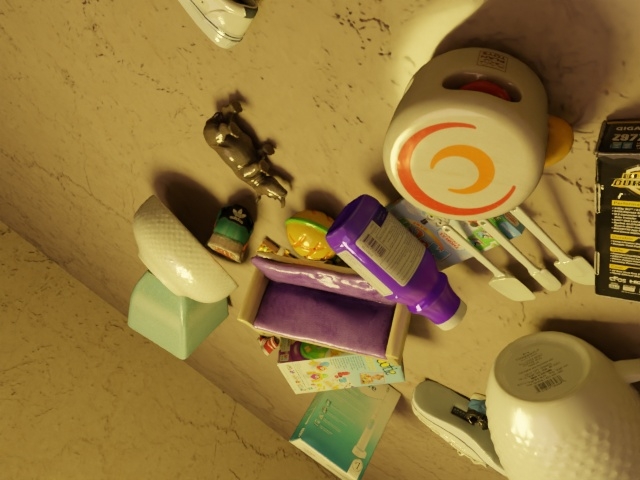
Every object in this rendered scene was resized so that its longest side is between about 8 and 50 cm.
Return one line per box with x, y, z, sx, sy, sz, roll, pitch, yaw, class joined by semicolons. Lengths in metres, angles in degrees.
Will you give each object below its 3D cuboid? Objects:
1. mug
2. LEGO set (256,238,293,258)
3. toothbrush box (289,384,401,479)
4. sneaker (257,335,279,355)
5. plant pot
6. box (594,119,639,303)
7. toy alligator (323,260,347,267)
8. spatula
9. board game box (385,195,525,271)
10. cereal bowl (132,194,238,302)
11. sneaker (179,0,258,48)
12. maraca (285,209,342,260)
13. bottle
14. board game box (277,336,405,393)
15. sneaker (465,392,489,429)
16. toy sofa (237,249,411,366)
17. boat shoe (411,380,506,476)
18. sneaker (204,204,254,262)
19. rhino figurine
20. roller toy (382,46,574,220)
0.492;0.324;0.856;0.373;0.276;0.328;-22;113;20;mug
-0.067;0.128;1.237;0.132;0.107;0.287;-4;131;46;LEGO set
0.079;0.541;1.465;0.216;0.296;0.126;36;150;-2;toothbrush box
-0.188;0.369;1.744;0.042;0.067;0.118;51;176;-27;sneaker
-0.460;0.179;1.566;0.247;0.248;0.252;27;131;14;plant pot
0.497;-0.014;0.545;0.321;0.079;0.257;8;137;37;box
0.058;0.088;1.118;0.189;0.051;0.056;6;138;39;toy alligator
0.317;0.028;0.770;0.242;0.019;0.168;34;149;-25;spatula
0.214;-0.035;0.820;0.160;0.039;0.211;40;149;-7;board game box
-0.383;0.047;1.292;0.339;0.141;0.339;44;168;11;cereal bowl
-0.192;-0.408;0.687;0.258;0.094;0.091;43;130;-20;sneaker
0.000;0.000;1.019;0.127;0.099;0.185;11;159;41;maraca
0.142;0.047;0.850;0.283;0.118;0.092;41;150;-12;bottle
0.053;0.260;1.158;0.275;0.142;0.144;-10;133;12;board game box
0.436;0.439;1.189;0.152;0.085;0.058;1;135;42;sneaker
0.008;0.145;1.025;0.362;0.150;0.177;9;158;20;toy sofa
0.407;0.531;1.294;0.366;0.136;0.157;26;147;21;boat shoe
-0.222;-0.018;1.212;0.108;0.121;0.302;26;170;-12;sneaker
-0.142;-0.158;0.965;0.106;0.073;0.243;-7;130;43;rhino figurine
0.188;-0.136;0.611;0.209;0.146;0.191;-18;126;42;roller toy
